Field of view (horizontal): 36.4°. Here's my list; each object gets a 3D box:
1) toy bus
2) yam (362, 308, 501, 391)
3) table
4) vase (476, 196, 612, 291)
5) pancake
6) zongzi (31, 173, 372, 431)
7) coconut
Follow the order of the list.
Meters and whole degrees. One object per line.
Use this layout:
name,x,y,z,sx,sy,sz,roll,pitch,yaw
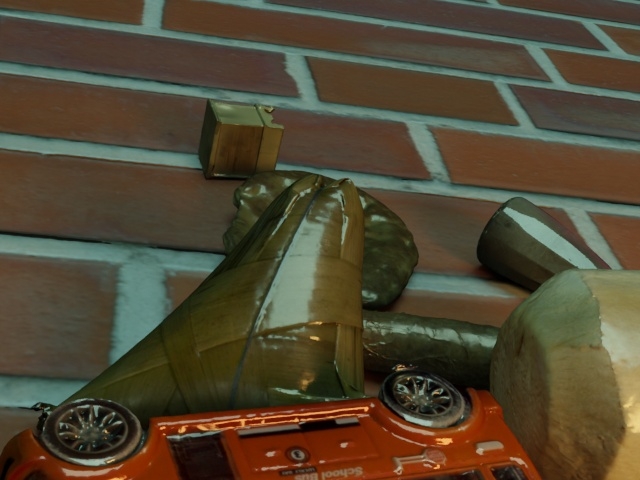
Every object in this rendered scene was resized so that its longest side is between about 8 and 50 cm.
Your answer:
toy bus,-0.028,0.185,0.600,0.329,0.143,0.153,0,32,-23
yam,0.064,0.089,0.873,0.300,0.066,0.066,11,30,0
table,-0.096,-0.120,1.160,0.083,0.079,0.062,2,33,-19
vase,0.273,0.041,1.021,0.214,0.086,0.086,35,37,28
pancake,0.000,0.001,1.024,0.223,0.042,0.236,4,33,-22
zongzi,-0.087,0.056,0.786,0.256,0.115,0.228,1,62,1
coconut,0.252,0.122,0.751,0.222,0.202,0.202,5,30,-10
